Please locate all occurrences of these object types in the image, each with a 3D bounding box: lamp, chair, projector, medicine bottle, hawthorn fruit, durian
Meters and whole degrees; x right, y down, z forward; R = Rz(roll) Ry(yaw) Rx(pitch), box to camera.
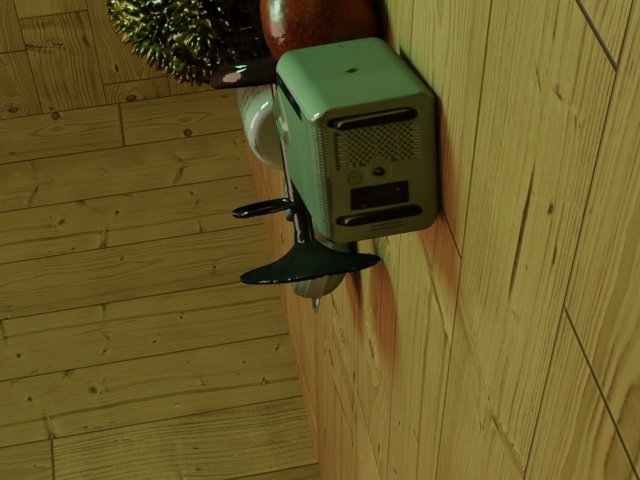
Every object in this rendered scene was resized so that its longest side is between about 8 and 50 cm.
[{"bbox_3d":[0.003,-0.001,2.117,0.179,0.108,0.246,-102,14,-51],"label":"lamp"},{"bbox_3d":[-0.042,-0.146,1.821,0.226,0.227,0.400,-144,46,-80],"label":"chair"},{"bbox_3d":[0.041,-0.129,1.415,0.242,0.164,0.177,-118,21,-58],"label":"projector"},{"bbox_3d":[-0.067,-0.267,2.080,0.293,0.170,0.170,-107,10,-48],"label":"medicine bottle"},{"bbox_3d":[-0.001,-0.355,1.575,0.165,0.165,0.285,100,172,-70],"label":"hawthorn fruit"},{"bbox_3d":[-0.201,-0.446,1.966,0.347,0.348,0.384,97,-176,-66],"label":"durian"}]

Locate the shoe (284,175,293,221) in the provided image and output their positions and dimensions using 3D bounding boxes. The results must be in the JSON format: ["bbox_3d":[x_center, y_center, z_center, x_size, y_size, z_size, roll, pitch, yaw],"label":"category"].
[{"bbox_3d":[-0.033,-0.107,2.328,0.245,0.095,0.137,-130,28,-89],"label":"shoe"}]
